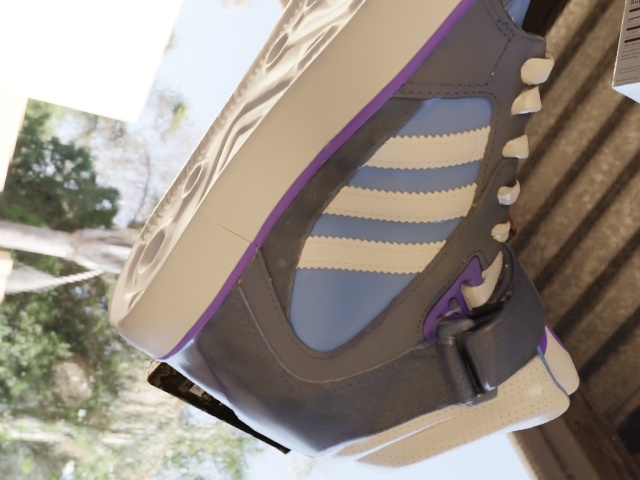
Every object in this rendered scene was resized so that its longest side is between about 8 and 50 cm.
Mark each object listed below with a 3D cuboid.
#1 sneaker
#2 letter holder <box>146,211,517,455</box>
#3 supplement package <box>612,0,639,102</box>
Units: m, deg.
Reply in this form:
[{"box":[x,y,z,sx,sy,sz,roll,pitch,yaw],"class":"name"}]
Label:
[{"box":[0.070,-0.019,0.424,0.323,0.236,0.130,-51,-157,16],"class":"sneaker"},{"box":[0.000,0.000,0.752,0.302,0.152,0.214,-48,-158,26],"class":"letter holder"},{"box":[0.370,-0.199,0.686,0.149,0.194,0.203,2,-102,54],"class":"supplement package"}]
